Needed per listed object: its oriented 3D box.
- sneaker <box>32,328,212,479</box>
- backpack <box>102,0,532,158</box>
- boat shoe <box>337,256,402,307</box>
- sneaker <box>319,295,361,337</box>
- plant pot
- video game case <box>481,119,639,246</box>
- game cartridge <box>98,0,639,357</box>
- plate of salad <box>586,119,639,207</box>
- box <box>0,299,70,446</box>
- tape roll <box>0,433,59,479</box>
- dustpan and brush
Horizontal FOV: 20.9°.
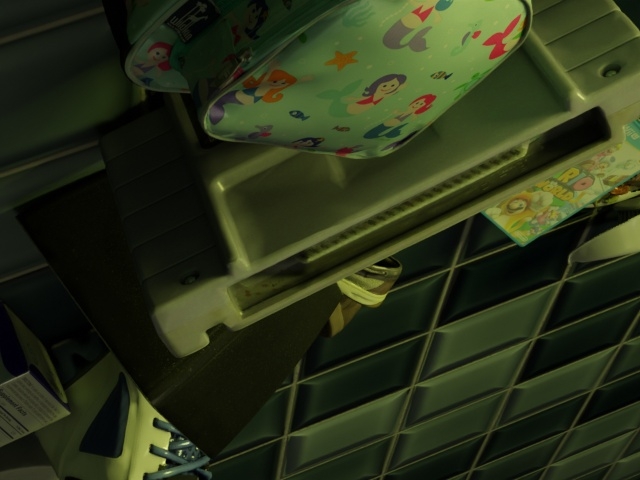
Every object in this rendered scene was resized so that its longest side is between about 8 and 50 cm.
[{"bbox_3d":[-0.124,0.137,1.513,0.315,0.182,0.127,-36,157,23],"label":"sneaker"},{"bbox_3d":[0.015,-0.173,0.993,0.225,0.191,0.253,6,137,-51],"label":"backpack"},{"bbox_3d":[0.000,0.000,1.456,0.152,0.056,0.049,29,114,-22],"label":"boat shoe"},{"bbox_3d":[0.013,0.017,1.579,0.071,0.066,0.188,-46,163,-24],"label":"sneaker"},{"bbox_3d":[-0.091,0.030,1.334,0.167,0.187,0.188,-37,158,-4],"label":"plant pot"},{"bbox_3d":[0.225,-0.065,1.617,0.166,0.015,0.119,-34,138,18],"label":"video game case"},{"bbox_3d":[0.030,-0.080,1.155,0.355,0.230,0.068,-26,131,1],"label":"game cartridge"},{"bbox_3d":[0.330,-0.081,1.697,0.200,0.048,0.200,-22,158,-9],"label":"plate of salad"},{"bbox_3d":[-0.296,0.125,1.448,0.137,0.072,0.126,-24,158,-2],"label":"box"},{"bbox_3d":[-0.344,0.236,1.642,0.219,0.072,0.219,-21,157,-9],"label":"tape roll"},{"bbox_3d":[0.359,-0.035,1.772,0.147,0.060,0.211,-26,-169,-36],"label":"dustpan and brush"}]
